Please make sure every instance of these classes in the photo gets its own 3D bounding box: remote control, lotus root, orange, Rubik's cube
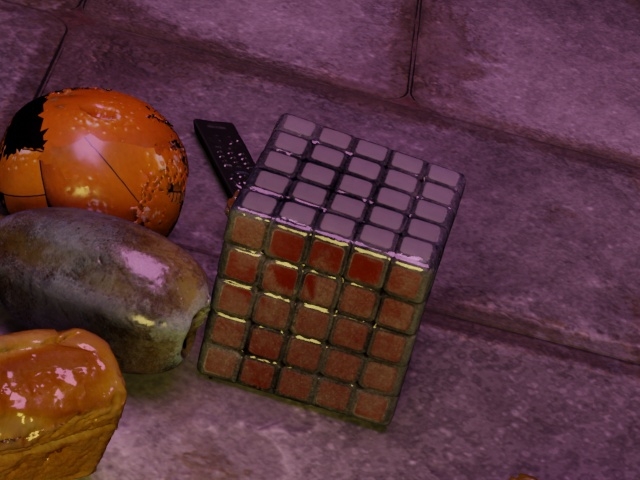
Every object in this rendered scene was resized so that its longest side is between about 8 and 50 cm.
[{"bbox_3d":[-0.107,-0.086,2.395,0.063,0.025,0.245,1,35,-24],"label":"remote control"},{"bbox_3d":[-0.274,0.041,2.015,0.322,0.158,0.140,21,15,18],"label":"lotus root"},{"bbox_3d":[-0.273,-0.081,2.177,0.234,0.182,0.234,15,36,-12],"label":"orange"},{"bbox_3d":[0.011,0.030,2.080,0.238,0.237,0.237,18,34,1],"label":"Rubik's cube"}]

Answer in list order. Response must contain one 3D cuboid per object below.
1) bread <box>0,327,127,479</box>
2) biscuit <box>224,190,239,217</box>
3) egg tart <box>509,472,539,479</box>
[{"bbox_3d":[-0.341,0.179,1.778,0.294,0.167,0.132,-8,64,-35],"label":"bread"},{"bbox_3d":[-0.001,-0.007,2.298,0.237,0.026,0.131,28,33,3],"label":"biscuit"},{"bbox_3d":[0.205,0.345,1.784,0.340,0.153,0.351,26,33,20],"label":"egg tart"}]
